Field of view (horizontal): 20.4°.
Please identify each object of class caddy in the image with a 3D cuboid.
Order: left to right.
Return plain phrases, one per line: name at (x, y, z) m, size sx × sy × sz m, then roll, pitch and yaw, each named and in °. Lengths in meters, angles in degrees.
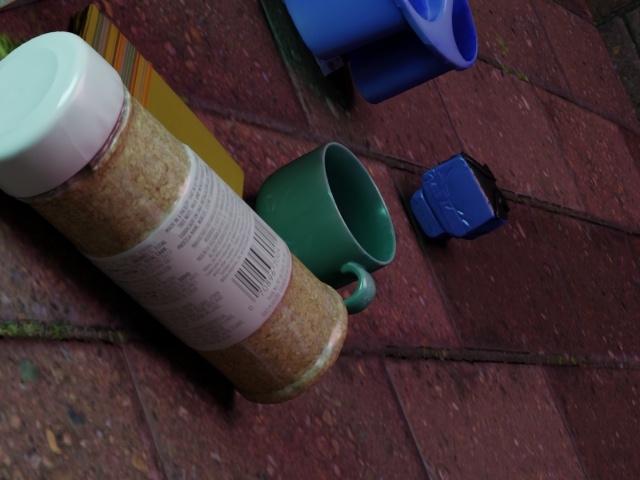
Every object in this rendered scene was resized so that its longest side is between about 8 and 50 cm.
caddy at (0.073, -0.326, 2.026) m, size 0.241 × 0.179 × 0.341 m, roll 37°, pitch 34°, yaw -49°

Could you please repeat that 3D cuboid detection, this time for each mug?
mug at (-0.004, -0.009, 1.678) m, size 0.129 × 0.097 × 0.158 m, roll 55°, pitch 23°, yaw -21°

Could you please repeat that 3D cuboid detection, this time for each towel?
towel at (-0.144, -0.098, 1.576) m, size 0.237 × 0.021 × 0.102 m, roll 48°, pitch 31°, yaw -36°

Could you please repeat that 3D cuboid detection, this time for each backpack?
backpack at (0.165, -0.048, 2.103) m, size 0.098 × 0.101 × 0.120 m, roll 68°, pitch 18°, yaw 7°

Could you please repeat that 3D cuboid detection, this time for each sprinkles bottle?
sprinkles bottle at (-0.120, -0.008, 1.383) m, size 0.355 × 0.121 × 0.121 m, roll 46°, pitch 27°, yaw -38°

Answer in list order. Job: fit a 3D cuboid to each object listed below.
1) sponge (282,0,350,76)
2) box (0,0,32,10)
sponge at (-0.020, -0.299, 2.068) m, size 0.210 × 0.031 × 0.117 m, roll 59°, pitch 22°, yaw -9°
box at (-0.154, -0.311, 1.410) m, size 0.142 × 0.300 × 0.154 m, roll 62°, pitch 22°, yaw -6°
